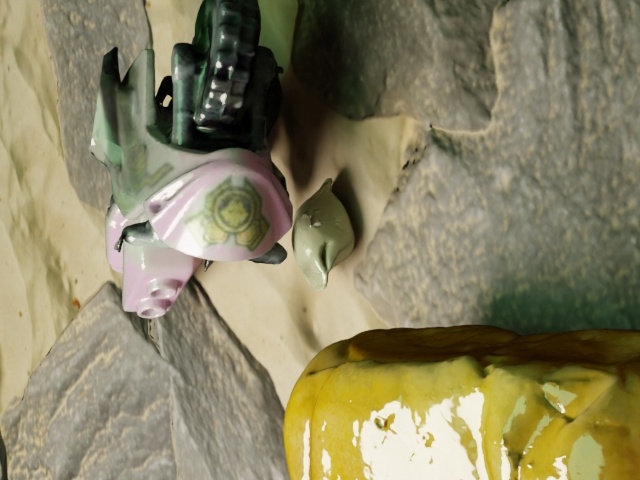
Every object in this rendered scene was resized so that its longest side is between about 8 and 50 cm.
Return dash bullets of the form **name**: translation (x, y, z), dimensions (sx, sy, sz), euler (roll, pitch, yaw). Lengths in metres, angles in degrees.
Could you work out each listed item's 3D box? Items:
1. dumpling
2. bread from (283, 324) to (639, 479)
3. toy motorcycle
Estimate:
- **dumpling**: translation (-0.001, 0.001, 1.154), dimensions (0.059, 0.043, 0.077), euler (112, 141, -64)
- **bread**: translation (0.108, 0.135, 0.912), dimensions (0.294, 0.132, 0.167), euler (0, 99, 54)
- **toy motorcycle**: translation (-0.098, -0.034, 1.192), dimensions (0.327, 0.143, 0.188), euler (125, 143, -57)
